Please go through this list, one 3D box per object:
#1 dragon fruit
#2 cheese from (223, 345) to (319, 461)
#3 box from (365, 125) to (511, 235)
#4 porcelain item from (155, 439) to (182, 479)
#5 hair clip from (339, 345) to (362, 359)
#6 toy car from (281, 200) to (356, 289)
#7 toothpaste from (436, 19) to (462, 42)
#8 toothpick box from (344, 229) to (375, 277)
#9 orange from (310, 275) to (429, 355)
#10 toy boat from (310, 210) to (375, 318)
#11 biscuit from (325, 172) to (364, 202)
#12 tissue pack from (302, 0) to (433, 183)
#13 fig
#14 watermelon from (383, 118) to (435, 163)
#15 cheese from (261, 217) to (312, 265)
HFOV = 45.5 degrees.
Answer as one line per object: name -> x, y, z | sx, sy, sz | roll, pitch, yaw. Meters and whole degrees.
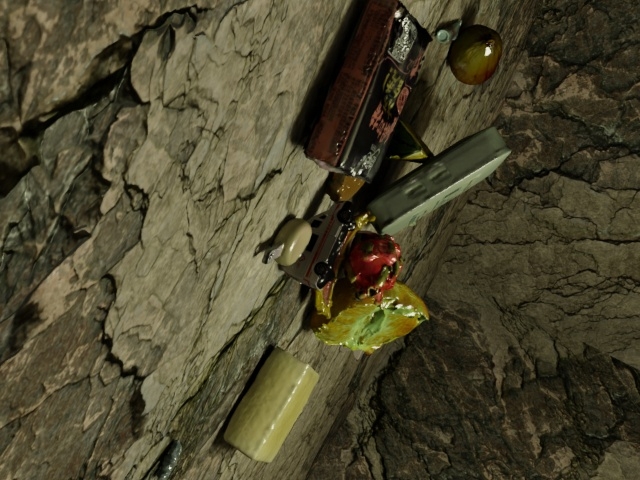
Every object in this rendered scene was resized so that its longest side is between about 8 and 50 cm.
dragon fruit -> 0.128, 0.070, 1.962 | 0.160, 0.166, 0.172 | 60, 24, -31
cheese -> -0.122, 0.422, 1.952 | 0.265, 0.124, 0.242 | -59, 161, -12
box -> 0.306, -0.146, 2.079 | 0.396, 0.111, 0.396 | -32, 173, 1
porcelain item -> -0.306, 0.445, 1.554 | 0.083, 0.028, 0.036 | -64, -178, -3
hair clip -> 0.163, 0.275, 2.725 | 0.085, 0.101, 0.331 | -42, 157, -62
toy car -> 0.000, 0.000, 1.681 | 0.210, 0.108, 0.089 | -66, 163, -7
toothpaste -> 0.346, -0.552, 2.031 | 0.205, 0.036, 0.056 | -43, 154, -61
toothpick box -> 0.122, 0.052, 2.183 | 0.098, 0.098, 0.149 | -54, 163, -31
orange -> 0.139, 0.194, 2.136 | 0.262, 0.334, 0.196 | 138, -41, -61
toy boat -> 0.035, 0.052, 1.902 | 0.141, 0.099, 0.318 | -31, 148, -58
biscuit -> 0.064, -0.157, 1.731 | 0.170, 0.050, 0.170 | -49, 164, -20
tissue pack -> 0.086, -0.283, 1.457 | 0.332, 0.123, 0.245 | -68, 159, 5
fig -> 0.445, -0.536, 2.142 | 0.170, 0.145, 0.274 | -64, 180, 1
watermelon -> 0.230, -0.244, 1.973 | 0.301, 0.129, 0.123 | -17, 128, -77
cheese -> -0.073, 0.015, 1.556 | 0.171, 0.047, 0.092 | -48, 157, -45
